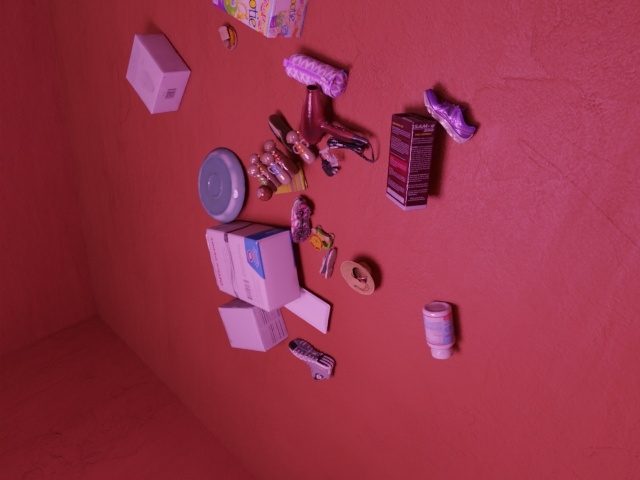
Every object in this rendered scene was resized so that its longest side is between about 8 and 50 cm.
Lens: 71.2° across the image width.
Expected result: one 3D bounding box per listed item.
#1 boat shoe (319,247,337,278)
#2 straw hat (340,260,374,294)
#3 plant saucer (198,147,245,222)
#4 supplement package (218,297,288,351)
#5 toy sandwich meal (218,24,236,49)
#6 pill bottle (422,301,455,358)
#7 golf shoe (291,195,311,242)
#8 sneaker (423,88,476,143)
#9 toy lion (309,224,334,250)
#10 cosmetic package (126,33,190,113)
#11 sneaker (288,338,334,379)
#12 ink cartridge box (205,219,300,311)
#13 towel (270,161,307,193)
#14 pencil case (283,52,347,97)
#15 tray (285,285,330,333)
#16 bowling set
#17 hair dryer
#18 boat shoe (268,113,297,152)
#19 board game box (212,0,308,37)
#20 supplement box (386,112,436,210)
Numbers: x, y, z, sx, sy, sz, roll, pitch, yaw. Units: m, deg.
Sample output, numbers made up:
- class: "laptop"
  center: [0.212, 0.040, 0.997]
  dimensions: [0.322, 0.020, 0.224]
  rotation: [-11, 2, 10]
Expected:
- class: "boat shoe"
  center: [0.025, 0.080, 1.630]
  dimensions: [0.043, 0.049, 0.137]
  rotation: [37, 135, 29]
- class: "straw hat"
  center: [0.141, 0.109, 1.521]
  dimensions: [0.144, 0.061, 0.145]
  rotation: [29, 143, 25]
- class: "plant saucer"
  center: [-0.429, -0.230, 1.877]
  dimensions: [0.317, 0.043, 0.318]
  rotation: [7, 99, 43]
- class: "supplement package"
  center: [-0.303, 0.366, 2.006]
  dimensions: [0.261, 0.145, 0.204]
  rotation: [-7, 103, 46]
- class: "toy sandwich meal"
  center: [-0.335, -0.731, 1.611]
  dimensions: [0.085, 0.029, 0.086]
  rotation: [20, 122, 37]
- class: "pill bottle"
  center: [0.363, 0.275, 1.364]
  dimensions: [0.087, 0.087, 0.160]
  rotation: [4, 111, 43]
- class: "golf shoe"
  center: [-0.074, -0.075, 1.651]
  dimensions: [0.086, 0.067, 0.186]
  rotation: [-113, 26, -47]
- class: "sneaker"
  center: [0.332, -0.329, 1.146]
  dimensions: [0.170, 0.068, 0.071]
  rotation: [48, 120, 4]
- class: "toy lion"
  center: [0.000, 0.000, 1.630]
  dimensions: [0.100, 0.034, 0.096]
  rotation: [33, 135, 29]
- class: "cosmetic package"
  center: [-0.687, -0.702, 1.885]
  dimensions: [0.225, 0.138, 0.224]
  rotation: [53, 136, 10]
- class: "sneaker"
  center: [-0.046, 0.515, 1.873]
  dimensions: [0.228, 0.086, 0.132]
  rotation: [23, 126, 34]
- class: "ink cartridge box"
  center: [-0.278, 0.087, 1.809]
  dimensions: [0.394, 0.166, 0.286]
  rotation: [12, 116, 48]
- class: "towel"
  center: [-0.143, -0.228, 1.670]
  dimensions: [0.237, 0.021, 0.102]
  rotation: [-2, 102, 45]
- class: "pencil case"
  center: [-0.014, -0.505, 1.366]
  dimensions: [0.206, 0.088, 0.086]
  rotation: [34, 127, 30]
- class: "tray"
  center: [-0.064, 0.251, 1.805]
  dimensions: [0.270, 0.030, 0.145]
  rotation: [29, 127, 32]
- class: "bowling set"
  center: [-0.171, -0.246, 1.514]
  dimensions: [0.154, 0.200, 0.287]
  rotation: [49, 135, -12]
- class: "hair dryer"
  center: [0.036, -0.348, 1.386]
  dimensions: [0.223, 0.080, 0.294]
  rotation: [-16, 119, 44]
- class: "boat shoe"
  center: [-0.129, -0.372, 1.569]
  dimensions: [0.152, 0.056, 0.049]
  rotation: [56, 163, -2]
- class: "board game box"
  center: [-0.188, -0.750, 1.379]
  dimensions: [0.275, 0.142, 0.144]
  rotation: [39, 132, 24]
- class: "supplement box"
  center: [0.244, -0.217, 1.225]
  dimensions: [0.130, 0.073, 0.240]
  rotation: [-124, 30, -60]
